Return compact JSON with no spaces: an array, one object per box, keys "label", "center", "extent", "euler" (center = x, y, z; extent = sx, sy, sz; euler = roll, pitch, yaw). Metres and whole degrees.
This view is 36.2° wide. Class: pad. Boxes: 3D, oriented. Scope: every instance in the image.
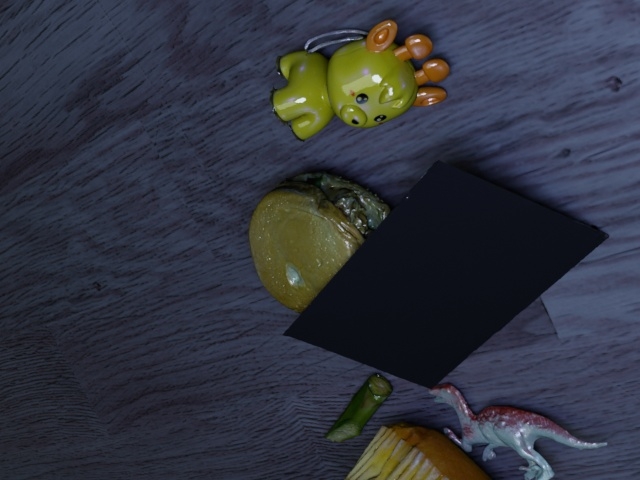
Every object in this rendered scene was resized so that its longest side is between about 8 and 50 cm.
[{"label":"pad","center":[0.145,0.060,1.232],"extent":[0.247,0.007,0.367],"euler":[21,133,-21]}]

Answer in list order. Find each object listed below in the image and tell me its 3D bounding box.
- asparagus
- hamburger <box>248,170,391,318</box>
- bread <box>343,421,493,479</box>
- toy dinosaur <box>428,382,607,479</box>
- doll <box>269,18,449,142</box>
[{"label":"asparagus","center":[0.053,0.266,1.486],"extent":[0.045,0.041,0.178],"euler":[46,133,17]},{"label":"hamburger","center":[0.000,0.000,1.324],"extent":[0.215,0.122,0.190],"euler":[6,120,38]},{"label":"bread","center":[0.171,0.381,1.363],"extent":[0.288,0.156,0.204],"euler":[43,166,4]},{"label":"toy dinosaur","center":[0.264,0.253,1.317],"extent":[0.242,0.053,0.167],"euler":[-23,93,49]},{"label":"doll","center":[0.050,-0.195,1.196],"extent":[0.220,0.135,0.143],"euler":[-14,138,34]}]
